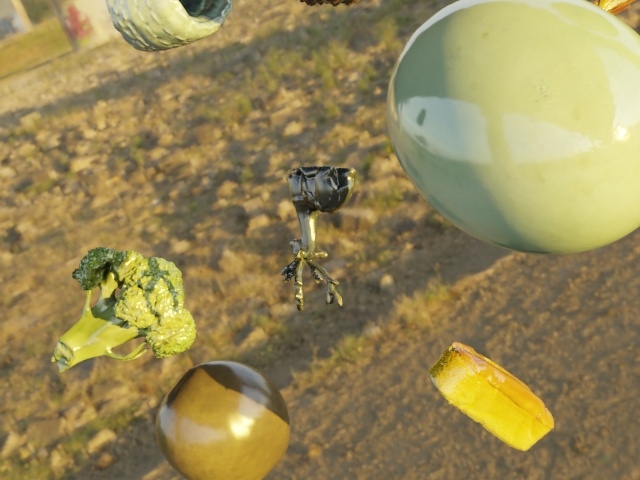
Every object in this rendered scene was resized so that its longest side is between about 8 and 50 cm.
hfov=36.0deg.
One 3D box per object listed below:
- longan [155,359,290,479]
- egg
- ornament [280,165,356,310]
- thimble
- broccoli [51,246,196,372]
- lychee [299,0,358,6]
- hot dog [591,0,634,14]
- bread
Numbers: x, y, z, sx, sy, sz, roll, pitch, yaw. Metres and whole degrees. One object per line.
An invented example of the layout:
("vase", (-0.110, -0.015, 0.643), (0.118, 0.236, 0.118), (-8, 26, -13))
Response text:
("longan", (-0.211, 0.410, 2.178), (0.297, 0.297, 0.297), (-21, 17, 7))
("egg", (0.221, -0.132, 1.068), (0.276, 0.276, 0.389), (-27, 33, -12))
("ornament", (0.000, 0.000, 1.594), (0.080, 0.236, 0.202), (1, 1, -25))
("thimble", (-0.275, -0.476, 1.840), (0.172, 0.205, 0.250), (-11, 47, 37))
("broccoli", (-0.422, 0.136, 2.061), (0.302, 0.253, 0.186), (-9, 3, -16))
("lychee", (0.000, -0.392, 1.058), (0.300, 0.300, 0.300), (-21, 17, 7))
("hot dog", (0.536, -0.437, 1.806), (0.144, 0.038, 0.062), (-29, -8, -40))
("bread", (0.287, 0.255, 1.631), (0.094, 0.245, 0.102), (-48, 25, 12))
